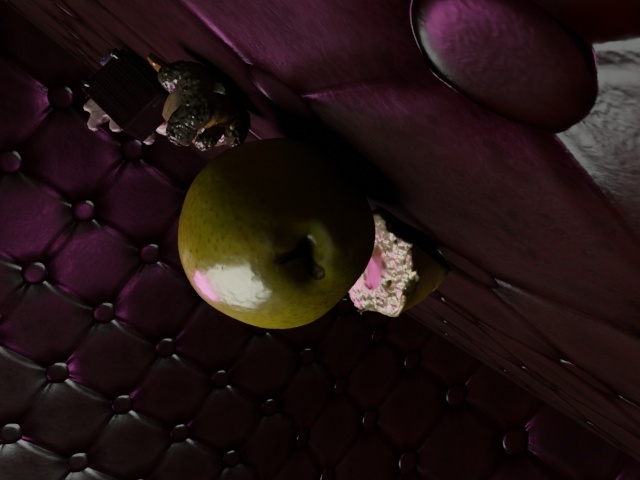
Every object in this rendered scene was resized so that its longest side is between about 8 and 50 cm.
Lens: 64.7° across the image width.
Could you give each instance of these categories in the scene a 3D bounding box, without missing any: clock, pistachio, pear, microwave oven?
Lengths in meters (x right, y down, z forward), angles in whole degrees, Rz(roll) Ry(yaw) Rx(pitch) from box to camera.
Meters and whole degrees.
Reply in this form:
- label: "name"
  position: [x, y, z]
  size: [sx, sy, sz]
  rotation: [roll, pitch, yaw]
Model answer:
- label: "clock"
  position: [-0.687, -0.591, 1.723]
  size: [0.110, 0.050, 0.153]
  rotation: [39, 176, -33]
- label: "pistachio"
  position: [-0.287, -0.293, 1.200]
  size: [0.152, 0.126, 0.223]
  rotation: [-1, 167, 12]
- label: "pear"
  position: [-0.085, -0.016, 0.961]
  size: [0.362, 0.362, 0.418]
  rotation: [39, 173, -25]
- label: "microwave oven"
  position: [-0.555, -0.432, 1.508]
  size: [0.178, 0.188, 0.247]
  rotation: [43, 180, -6]

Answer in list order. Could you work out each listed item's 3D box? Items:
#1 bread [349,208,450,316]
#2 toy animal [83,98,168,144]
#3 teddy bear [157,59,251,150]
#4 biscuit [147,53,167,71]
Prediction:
- label: "bread"
  position: [0.140, 0.077, 1.131]
  size: [0.184, 0.211, 0.224]
  rotation: [43, -175, 29]
- label: "toy animal"
  position: [-0.627, -0.440, 1.751]
  size: [0.266, 0.308, 0.188]
  rotation: [59, -166, -8]
- label: "teddy bear"
  position: [-0.214, -0.260, 1.006]
  size: [0.190, 0.140, 0.177]
  rotation: [24, -128, -65]
- label: "biscuit"
  position: [-0.375, -0.412, 1.285]
  size: [0.140, 0.023, 0.118]
  rotation: [35, 175, 12]
